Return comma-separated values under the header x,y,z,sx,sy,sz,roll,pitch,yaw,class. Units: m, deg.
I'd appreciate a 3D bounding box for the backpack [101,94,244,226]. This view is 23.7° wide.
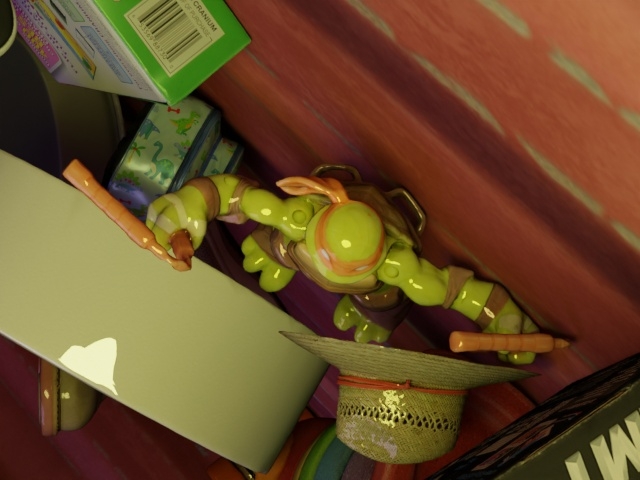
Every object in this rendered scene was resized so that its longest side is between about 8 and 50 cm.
x,y,z,sx,sy,sz,roll,pitch,yaw,class
-0.103,-0.052,1.084,0.084,0.105,0.114,27,169,-1,backpack

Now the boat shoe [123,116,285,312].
x,y,z,sx,sy,sz,roll,pitch,yaw,class
-0.146,0.004,1.424,0.302,0.098,0.109,54,168,-23,boat shoe

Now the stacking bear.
x,y,z,sx,sy,sz,roll,pitch,yaw,class
0.042,0.178,1.028,0.164,0.175,0.289,26,167,-16,stacking bear

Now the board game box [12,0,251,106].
x,y,z,sx,sy,sz,roll,pitch,yaw,class
-0.184,-0.206,0.976,0.242,0.064,0.316,54,168,-20,board game box

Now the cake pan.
x,y,z,sx,sy,sz,roll,pitch,yaw,class
-0.262,-0.055,1.329,0.293,0.054,0.293,3,94,53,cake pan

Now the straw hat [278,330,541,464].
x,y,z,sx,sy,sz,roll,pitch,yaw,class
0.043,0.090,0.821,0.144,0.061,0.144,9,176,1,straw hat

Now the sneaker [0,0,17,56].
x,y,z,sx,sy,sz,roll,pitch,yaw,class
-0.257,-0.193,0.916,0.097,0.084,0.234,32,159,54,sneaker

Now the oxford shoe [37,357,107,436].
x,y,z,sx,sy,sz,roll,pitch,yaw,class
-0.188,0.077,1.488,0.348,0.130,0.123,-75,-8,-61,oxford shoe

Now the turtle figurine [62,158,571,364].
x,y,z,sx,sy,sz,roll,pitch,yaw,class
0.000,0.000,0.838,0.269,0.087,0.217,17,174,-1,turtle figurine

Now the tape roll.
x,y,z,sx,sy,sz,roll,pitch,yaw,class
-0.134,0.046,1.028,0.286,0.100,0.286,29,175,3,tape roll

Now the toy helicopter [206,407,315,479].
x,y,z,sx,sy,sz,roll,pitch,yaw,class
-0.117,0.215,1.923,0.235,0.140,0.355,51,171,2,toy helicopter

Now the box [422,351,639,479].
x,y,z,sx,sy,sz,roll,pitch,yaw,class
0.043,0.153,0.677,0.073,0.293,0.295,55,169,7,box
